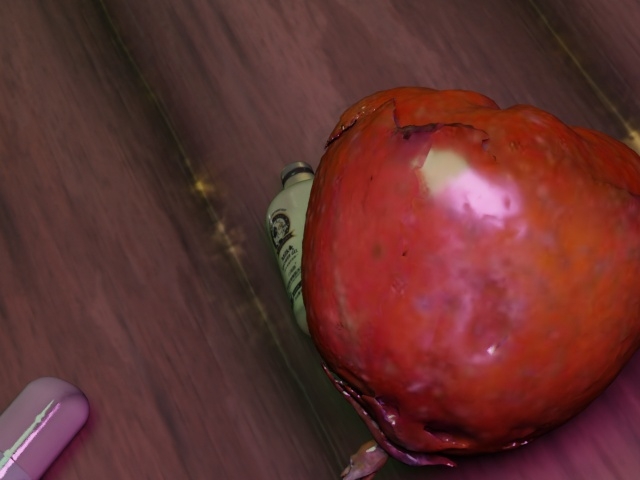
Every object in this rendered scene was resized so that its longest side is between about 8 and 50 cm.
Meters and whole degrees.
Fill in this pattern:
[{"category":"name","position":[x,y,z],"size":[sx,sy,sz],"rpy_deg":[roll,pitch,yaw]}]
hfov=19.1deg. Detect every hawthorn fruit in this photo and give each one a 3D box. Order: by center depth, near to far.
[{"category":"hawthorn fruit","position":[0.098,0.046,1.368],"size":[0.276,0.276,0.307],"rpy_deg":[26,96,35]}]

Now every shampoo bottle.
[{"category":"shampoo bottle","position":[0.000,0.000,1.541],"size":[0.079,0.079,0.162],"rpy_deg":[-25,52,7]}]

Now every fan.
[{"category":"fan","position":[-0.276,0.210,1.534],"size":[0.130,0.074,0.244],"rpy_deg":[20,62,45]}]
